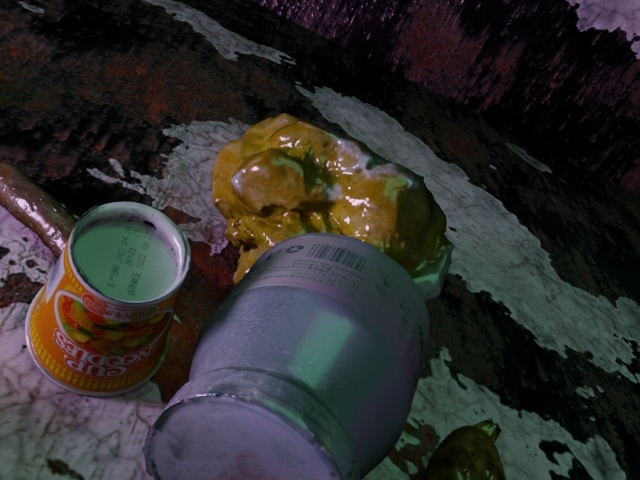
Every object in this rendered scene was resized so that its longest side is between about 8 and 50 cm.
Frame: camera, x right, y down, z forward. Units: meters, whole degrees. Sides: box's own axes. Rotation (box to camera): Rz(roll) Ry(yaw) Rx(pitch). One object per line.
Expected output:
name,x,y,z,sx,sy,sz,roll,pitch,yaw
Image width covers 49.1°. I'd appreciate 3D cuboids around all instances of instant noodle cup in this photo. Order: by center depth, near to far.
instant noodle cup,-0.215,0.054,0.733,0.169,0.185,0.168,14,54,-20

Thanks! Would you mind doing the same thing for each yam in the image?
yam,-0.340,-0.017,0.900,0.253,0.061,0.061,39,31,15

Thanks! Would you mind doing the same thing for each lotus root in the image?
lotus root,0.188,0.289,0.878,0.108,0.094,0.190,53,22,-4

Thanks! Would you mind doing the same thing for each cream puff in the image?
cream puff,0.000,0.000,1.004,0.379,0.275,0.378,30,1,0

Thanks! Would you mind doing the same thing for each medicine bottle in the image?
medicine bottle,-0.027,0.157,0.740,0.245,0.245,0.290,32,33,2
